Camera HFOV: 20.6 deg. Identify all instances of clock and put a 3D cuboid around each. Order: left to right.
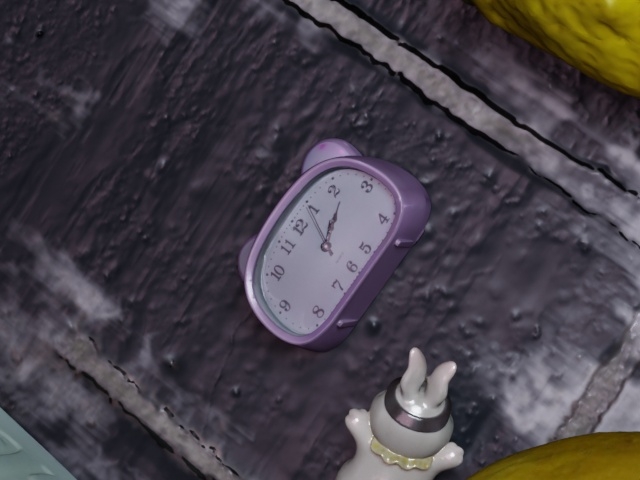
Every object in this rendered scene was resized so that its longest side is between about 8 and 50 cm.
[{"bbox_3d":[0.000,0.000,1.283,0.110,0.050,0.153,38,101,18],"label":"clock"}]

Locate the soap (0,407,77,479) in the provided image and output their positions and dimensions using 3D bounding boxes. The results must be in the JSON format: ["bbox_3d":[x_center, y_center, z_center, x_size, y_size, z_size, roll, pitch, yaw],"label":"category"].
[{"bbox_3d":[-0.230,0.220,1.303,0.265,0.160,0.087,40,100,18],"label":"soap"}]

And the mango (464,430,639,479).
[{"bbox_3d":[0.207,0.218,1.149,0.331,0.142,0.195,9,85,21],"label":"mango"}]

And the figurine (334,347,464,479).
[{"bbox_3d":[0.053,0.130,1.230,0.081,0.098,0.146,12,107,-15],"label":"figurine"}]

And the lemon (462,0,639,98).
[{"bbox_3d":[0.237,-0.250,1.056,0.387,0.350,0.350,-19,81,26],"label":"lemon"}]
